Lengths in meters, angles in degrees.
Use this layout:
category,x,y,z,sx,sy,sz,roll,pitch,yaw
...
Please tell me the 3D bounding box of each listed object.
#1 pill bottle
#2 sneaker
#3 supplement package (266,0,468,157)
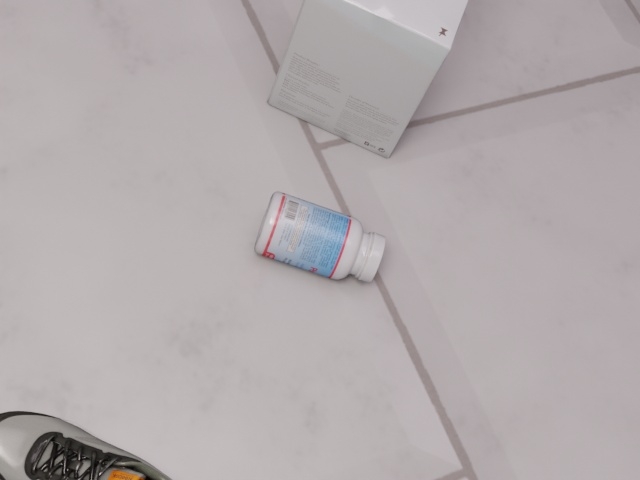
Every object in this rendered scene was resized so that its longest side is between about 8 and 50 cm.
category,x,y,z,sx,sy,sz,roll,pitch,yaw
pill bottle,0.000,0.000,1.366,0.160,0.087,0.087,19,59,-5
sneaker,-0.250,0.257,1.145,0.271,0.108,0.100,25,60,0
supplement package,0.074,-0.293,1.444,0.199,0.263,0.198,24,59,-2
